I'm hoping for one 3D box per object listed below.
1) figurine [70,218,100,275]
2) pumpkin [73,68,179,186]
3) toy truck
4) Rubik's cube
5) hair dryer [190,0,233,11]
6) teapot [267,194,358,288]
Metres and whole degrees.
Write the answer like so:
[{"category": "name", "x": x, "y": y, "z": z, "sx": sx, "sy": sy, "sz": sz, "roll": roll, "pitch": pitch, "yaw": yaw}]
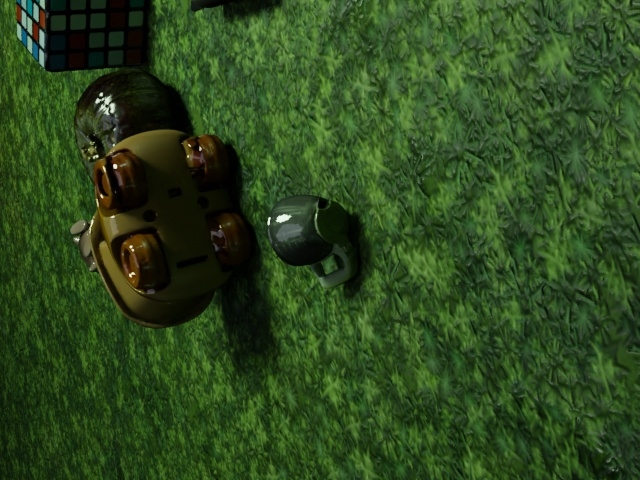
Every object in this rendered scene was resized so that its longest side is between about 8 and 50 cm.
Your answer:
[{"category": "figurine", "x": -0.394, "y": 0.012, "z": 2.324, "sx": 0.125, "sy": 0.138, "sz": 0.125, "roll": -17, "pitch": 61, "yaw": 34}, {"category": "pumpkin", "x": -0.328, "y": -0.171, "z": 2.088, "sx": 0.238, "sy": 0.159, "sz": 0.238, "roll": 22, "pitch": 116, "yaw": 54}, {"category": "toy truck", "x": -0.238, "y": -0.020, "z": 1.914, "sx": 0.211, "sy": 0.204, "sz": 0.288, "roll": -30, "pitch": 77, "yaw": 63}, {"category": "Rubik's cube", "x": -0.416, "y": -0.409, "z": 2.153, "sx": 0.182, "sy": 0.187, "sz": 0.184, "roll": 46, "pitch": 139, "yaw": 48}, {"category": "hair dryer", "x": -0.142, "y": -0.456, "z": 1.748, "sx": 0.195, "sy": 0.078, "sz": 0.248, "roll": 7, "pitch": 95, "yaw": 63}, {"category": "teapot", "x": 0.002, "y": -0.008, "z": 1.604, "sx": 0.091, "sy": 0.124, "sz": 0.092, "roll": -13, "pitch": 45, "yaw": 48}]
